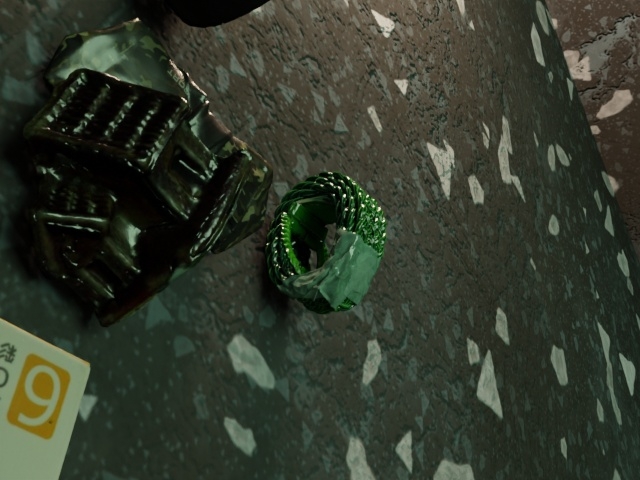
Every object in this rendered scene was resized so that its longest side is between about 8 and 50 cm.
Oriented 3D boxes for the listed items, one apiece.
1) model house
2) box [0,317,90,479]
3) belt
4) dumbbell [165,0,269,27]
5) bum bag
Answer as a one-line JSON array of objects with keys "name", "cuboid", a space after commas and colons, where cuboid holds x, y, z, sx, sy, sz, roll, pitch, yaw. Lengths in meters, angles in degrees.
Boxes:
[{"name": "model house", "cuboid": [-0.157, -0.042, 0.591, 0.152, 0.106, 0.165, 49, 45, -33]}, {"name": "box", "cuboid": [-0.262, 0.110, 0.376, 0.274, 0.091, 0.220, 40, 46, -42]}, {"name": "belt", "cuboid": [0.000, 0.000, 0.810, 0.079, 0.121, 0.151, 37, 52, -48]}, {"name": "dumbbell", "cuboid": [-0.140, -0.368, 0.672, 0.322, 0.204, 0.203, 47, 41, -36]}, {"name": "bum bag", "cuboid": [-0.129, -0.094, 0.694, 0.102, 0.069, 0.248, -48, 126, -11]}]
